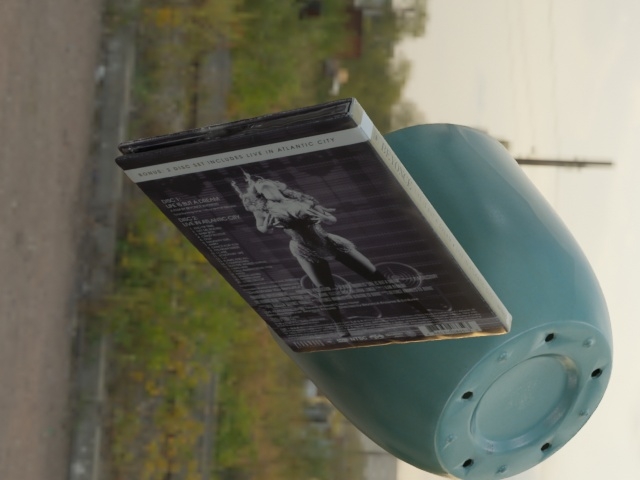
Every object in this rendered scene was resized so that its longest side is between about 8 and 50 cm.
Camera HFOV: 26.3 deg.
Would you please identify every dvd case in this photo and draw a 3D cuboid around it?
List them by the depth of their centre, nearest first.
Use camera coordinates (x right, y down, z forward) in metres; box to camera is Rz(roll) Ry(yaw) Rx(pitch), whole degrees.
[{"bbox_3d":[0.000,0.000,0.845,0.221,0.164,0.018,50,44,-42],"label":"dvd case"}]

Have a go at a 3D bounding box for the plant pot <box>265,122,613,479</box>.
[{"bbox_3d":[0.124,0.077,1.248,0.235,0.293,0.293,-128,-149,-45],"label":"plant pot"}]
